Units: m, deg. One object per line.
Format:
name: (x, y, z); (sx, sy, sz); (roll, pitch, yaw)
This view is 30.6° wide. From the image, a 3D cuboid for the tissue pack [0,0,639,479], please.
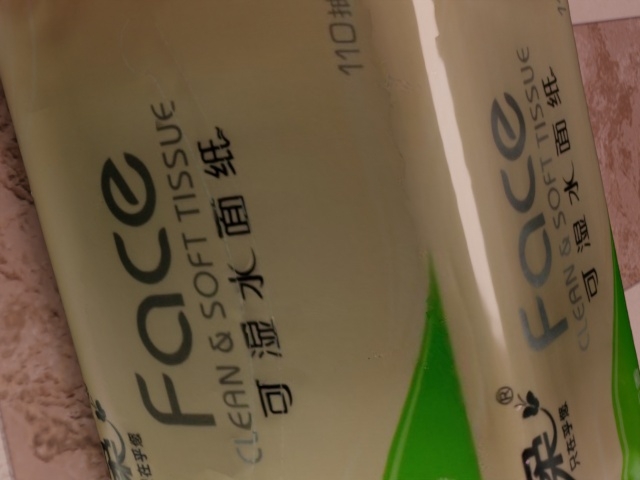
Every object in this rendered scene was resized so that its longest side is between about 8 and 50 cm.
tissue pack: (0.000, 0.000, 0.731); (0.205, 0.332, 0.404); (-25, 105, -51)
